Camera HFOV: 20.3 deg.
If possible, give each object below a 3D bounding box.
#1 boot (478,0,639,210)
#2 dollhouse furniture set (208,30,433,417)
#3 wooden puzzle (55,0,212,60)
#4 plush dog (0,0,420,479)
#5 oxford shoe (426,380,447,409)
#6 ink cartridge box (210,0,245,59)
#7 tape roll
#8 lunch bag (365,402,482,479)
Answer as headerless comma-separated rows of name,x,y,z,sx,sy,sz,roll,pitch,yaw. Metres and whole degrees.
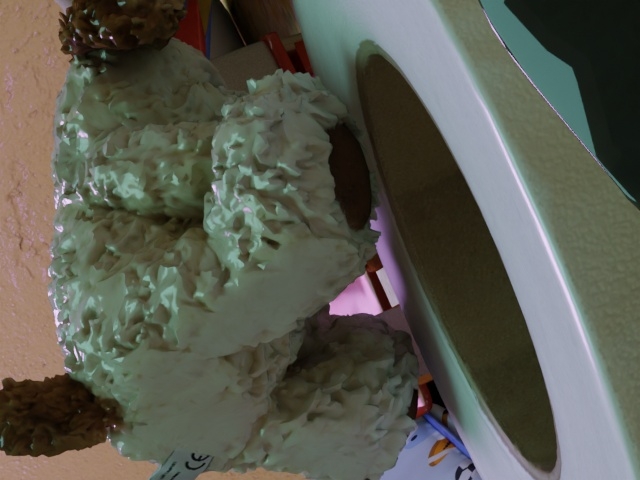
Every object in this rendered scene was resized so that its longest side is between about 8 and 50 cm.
boot,0.146,0.024,0.392,0.305,0.112,0.115,62,-157,8
dollhouse furniture set,0.000,0.000,1.144,0.262,0.135,0.259,-36,77,60
wooden puzzle,-0.113,-0.234,1.200,0.348,0.080,0.322,72,-161,-68
plush dog,-0.075,-0.005,0.910,0.262,0.210,0.225,73,-179,-49
oxford shoe,0.082,0.142,1.334,0.076,0.076,0.212,62,-172,23
ink cartridge box,-0.127,-0.171,1.518,0.308,0.091,0.385,65,-175,32
tape roll,0.086,0.001,0.769,0.392,0.072,0.392,157,90,-83
lunch bag,0.067,0.221,1.070,0.115,0.243,0.303,33,180,-14
